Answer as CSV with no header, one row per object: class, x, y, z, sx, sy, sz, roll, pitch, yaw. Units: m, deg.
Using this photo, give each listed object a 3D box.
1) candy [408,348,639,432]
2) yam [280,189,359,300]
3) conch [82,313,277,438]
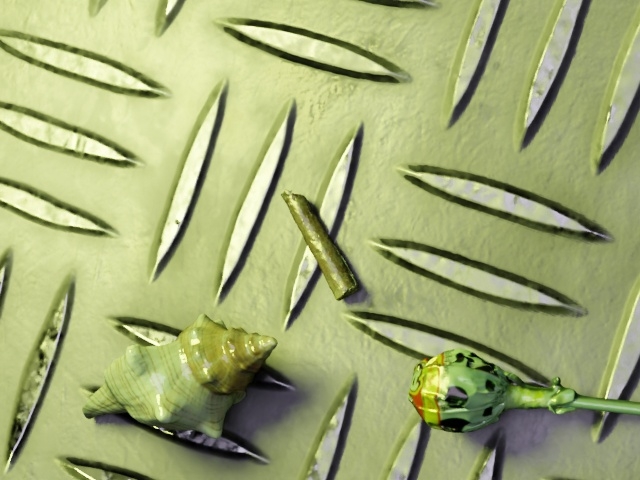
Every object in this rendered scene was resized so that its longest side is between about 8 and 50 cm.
candy,0.239,0.159,1.954,0.305,0.091,0.083,5,83,10
yam,0.000,0.000,2.061,0.033,0.027,0.129,-42,73,49
conch,-0.146,0.149,2.029,0.234,0.137,0.114,-25,61,6
